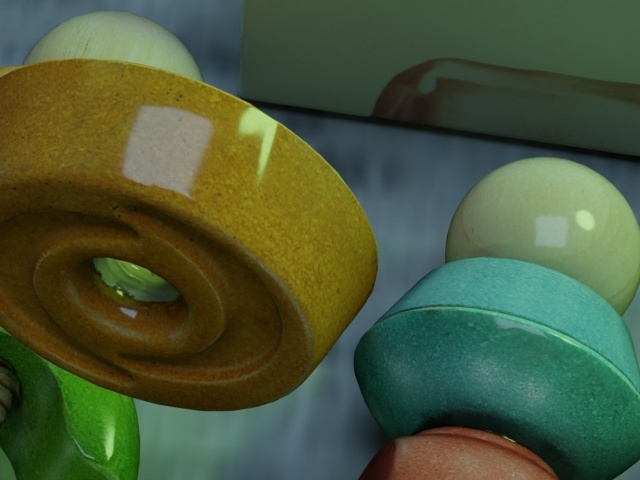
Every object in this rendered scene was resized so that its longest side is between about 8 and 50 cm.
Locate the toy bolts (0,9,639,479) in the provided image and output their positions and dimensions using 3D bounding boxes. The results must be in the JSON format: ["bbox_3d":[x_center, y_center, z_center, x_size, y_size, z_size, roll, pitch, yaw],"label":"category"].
[{"bbox_3d":[0.000,0.000,0.529,0.228,0.218,0.158,27,55,-9],"label":"toy bolts"}]

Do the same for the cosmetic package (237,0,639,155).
[{"bbox_3d":[0.128,-0.114,0.626,0.296,0.129,0.153,10,63,1],"label":"cosmetic package"}]
